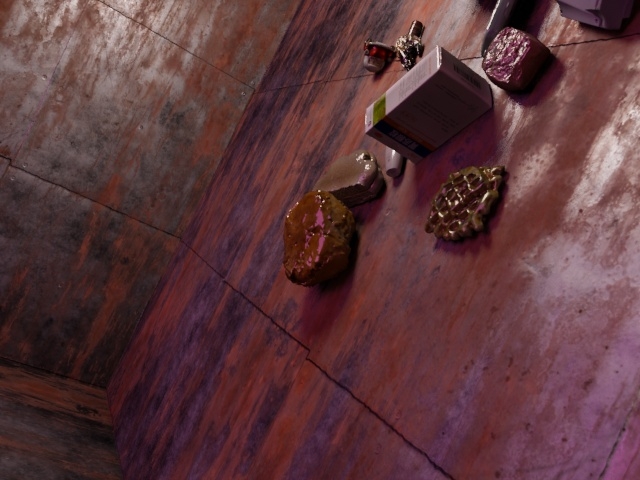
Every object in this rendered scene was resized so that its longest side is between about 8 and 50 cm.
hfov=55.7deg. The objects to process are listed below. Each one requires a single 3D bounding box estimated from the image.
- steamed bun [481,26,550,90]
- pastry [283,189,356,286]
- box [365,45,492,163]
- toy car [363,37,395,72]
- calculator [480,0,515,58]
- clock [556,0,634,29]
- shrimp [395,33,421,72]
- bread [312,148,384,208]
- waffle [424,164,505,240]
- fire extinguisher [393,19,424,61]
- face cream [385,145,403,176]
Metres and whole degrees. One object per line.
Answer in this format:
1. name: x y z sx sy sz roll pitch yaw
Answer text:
1. steamed bun: 0.481 -0.456 1.526 0.145 0.106 0.175 -55 29 16
2. pastry: 0.000 0.000 1.920 0.255 0.162 0.311 -16 61 43
3. box: 0.293 -0.366 1.680 0.299 0.200 0.106 -37 38 42
4. toy car: 0.205 -0.687 2.271 0.139 0.112 0.112 -118 42 -71
5. calculator: 0.491 -0.606 1.643 0.246 0.045 0.141 -65 -14 -8
6. clock: 0.612 -0.599 1.331 0.186 0.083 0.253 -115 23 -59
7. shrimp: 0.306 -0.641 2.068 0.091 0.034 0.161 -18 66 22
8. bread: 0.094 -0.207 2.009 0.337 0.102 0.183 -13 55 57
9. waffle: 0.345 -0.094 1.496 0.223 0.054 0.204 3 69 61
10. fire extinguisher: 0.314 -0.693 2.128 0.064 0.043 0.158 19 81 22
11. face cream: 0.231 -0.281 1.883 0.072 0.051 0.182 -34 39 47
